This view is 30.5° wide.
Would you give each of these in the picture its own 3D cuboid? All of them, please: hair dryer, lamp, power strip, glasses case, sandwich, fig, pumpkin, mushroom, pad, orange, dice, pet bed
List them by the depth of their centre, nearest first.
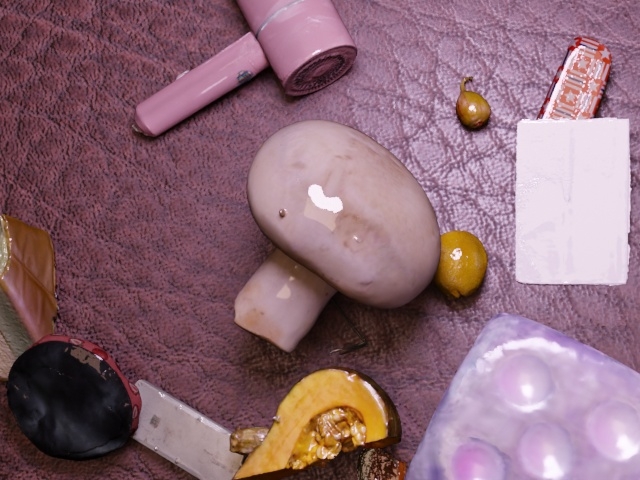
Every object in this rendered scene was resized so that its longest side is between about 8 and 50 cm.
[{"bbox_3d":[0.277,0.264,1.464,0.271,0.270,0.270,28,85,13],"label":"dice"},{"bbox_3d":[0.000,0.000,1.571,0.292,0.292,0.290,47,111,14],"label":"mushroom"},{"bbox_3d":[-0.017,0.248,1.589,0.248,0.131,0.126,-20,77,9],"label":"pumpkin"},{"bbox_3d":[0.085,0.327,1.613,0.069,0.026,0.101,-8,78,10],"label":"sandwich"},{"bbox_3d":[0.346,-0.054,1.613,0.156,0.004,0.232,1,95,9],"label":"pad"},{"bbox_3d":[0.188,0.034,1.616,0.085,0.085,0.095,-3,77,9],"label":"orange"},{"bbox_3d":[0.348,-0.186,1.640,0.073,0.049,0.194,24,90,9],"label":"glasses case"},{"bbox_3d":[-0.351,0.223,1.651,0.201,0.053,0.201,5,111,14],"label":"pet bed"},{"bbox_3d":[0.019,0.101,1.660,0.054,0.041,0.121,-21,74,-3],"label":"lamp"},{"bbox_3d":[-0.458,0.085,1.669,0.108,0.186,0.220,-7,80,11],"label":"sandwich"},{"bbox_3d":[-0.202,0.272,1.671,0.227,0.029,0.080,29,90,13],"label":"power strip"},{"bbox_3d":[0.214,-0.198,1.673,0.050,0.050,0.083,-13,61,8],"label":"fig"},{"bbox_3d":[-0.142,-0.273,1.717,0.352,0.125,0.210,-30,76,11],"label":"hair dryer"}]
